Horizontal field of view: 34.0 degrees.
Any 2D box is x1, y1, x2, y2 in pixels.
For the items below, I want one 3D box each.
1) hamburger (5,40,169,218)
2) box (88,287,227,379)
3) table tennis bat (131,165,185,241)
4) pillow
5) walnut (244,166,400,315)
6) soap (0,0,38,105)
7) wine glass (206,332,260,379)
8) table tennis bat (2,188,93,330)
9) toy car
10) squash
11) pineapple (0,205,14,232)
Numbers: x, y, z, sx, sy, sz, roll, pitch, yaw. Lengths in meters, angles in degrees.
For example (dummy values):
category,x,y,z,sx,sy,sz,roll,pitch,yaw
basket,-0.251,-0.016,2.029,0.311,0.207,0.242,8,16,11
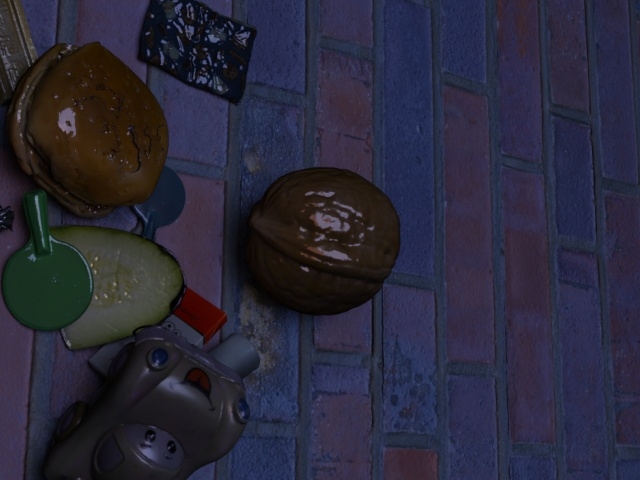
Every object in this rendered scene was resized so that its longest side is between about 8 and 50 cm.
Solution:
category,x,y,z,sx,sy,sz,roll,pitch,yaw
hamburger,-0.424,-0.211,1.939,0.304,0.174,0.284,44,46,-43
box,-0.305,0.189,1.984,0.139,0.035,0.245,31,54,17
table tennis bat,-0.330,-0.058,2.068,0.124,0.033,0.201,20,66,-28
pillow,-0.256,-0.413,2.201,0.256,0.034,0.188,22,70,-31
walnut,0.000,0.000,2.134,0.333,0.333,0.332,9,75,-33
soap,-0.588,-0.383,1.957,0.092,0.037,0.252,-17,89,-37
wine glass,-0.225,0.274,2.023,0.231,0.103,0.103,-36,100,-36
table tennis bat,-0.499,0.036,1.895,0.161,0.039,0.257,-9,95,-15
toy car,-0.303,0.348,1.794,0.242,0.336,0.226,37,19,-23
squash,-0.379,0.066,1.934,0.204,0.155,0.236,-11,88,-37
pineapple,-0.622,-0.036,1.823,0.198,0.108,0.108,-1,80,-48
